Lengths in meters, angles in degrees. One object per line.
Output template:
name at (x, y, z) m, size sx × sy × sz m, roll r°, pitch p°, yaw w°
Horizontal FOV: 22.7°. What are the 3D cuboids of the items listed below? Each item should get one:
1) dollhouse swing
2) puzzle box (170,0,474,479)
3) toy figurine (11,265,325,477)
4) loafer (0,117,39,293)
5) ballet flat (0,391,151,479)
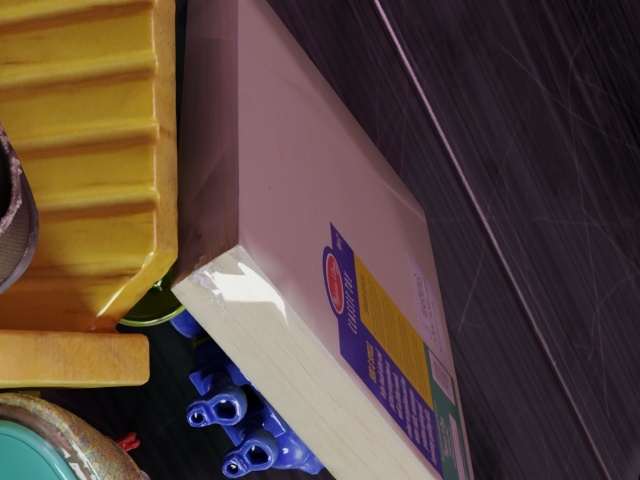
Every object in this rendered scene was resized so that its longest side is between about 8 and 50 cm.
dollhouse swing at (-0.286, -0.098, 0.817) m, size 0.305 × 0.315 × 0.346 m, roll 15°, pitch 72°, yaw -63°
puzzle box at (0.000, 0.000, 1.097) m, size 0.272 × 0.052 × 0.409 m, roll 52°, pitch 17°, yaw -27°
toy figurine at (-0.087, 0.077, 1.125) m, size 0.362 × 0.191 × 0.217 m, roll 56°, pitch 18°, yaw -14°
loafer at (-0.267, -0.114, 0.725) m, size 0.134 × 0.130 × 0.366 m, roll -41°, pitch 94°, yaw -16°
ballet flat at (-0.135, 0.208, 0.978) m, size 0.123 × 0.123 × 0.348 m, roll -41°, pitch 136°, yaw -42°
